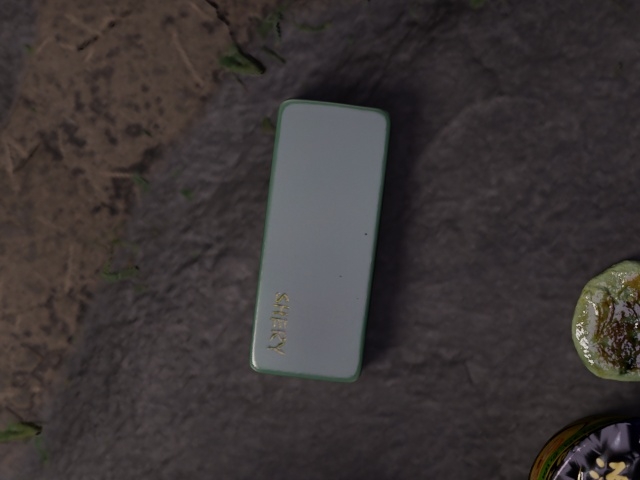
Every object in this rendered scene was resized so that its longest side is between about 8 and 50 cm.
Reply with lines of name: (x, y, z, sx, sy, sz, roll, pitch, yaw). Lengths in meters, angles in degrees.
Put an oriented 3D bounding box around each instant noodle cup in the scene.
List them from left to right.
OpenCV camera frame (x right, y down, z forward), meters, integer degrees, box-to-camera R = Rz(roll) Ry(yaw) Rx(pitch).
instant noodle cup: (0.202, 0.179, 0.816, 0.151, 0.122, 0.151, 0, 93, 1)

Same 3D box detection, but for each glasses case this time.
glasses case: (0.000, 0.000, 0.844, 0.077, 0.039, 0.184, 7, 92, -1)

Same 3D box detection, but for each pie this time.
pie: (0.212, 0.055, 0.861, 0.085, 0.017, 0.085, 0, 92, -1)
